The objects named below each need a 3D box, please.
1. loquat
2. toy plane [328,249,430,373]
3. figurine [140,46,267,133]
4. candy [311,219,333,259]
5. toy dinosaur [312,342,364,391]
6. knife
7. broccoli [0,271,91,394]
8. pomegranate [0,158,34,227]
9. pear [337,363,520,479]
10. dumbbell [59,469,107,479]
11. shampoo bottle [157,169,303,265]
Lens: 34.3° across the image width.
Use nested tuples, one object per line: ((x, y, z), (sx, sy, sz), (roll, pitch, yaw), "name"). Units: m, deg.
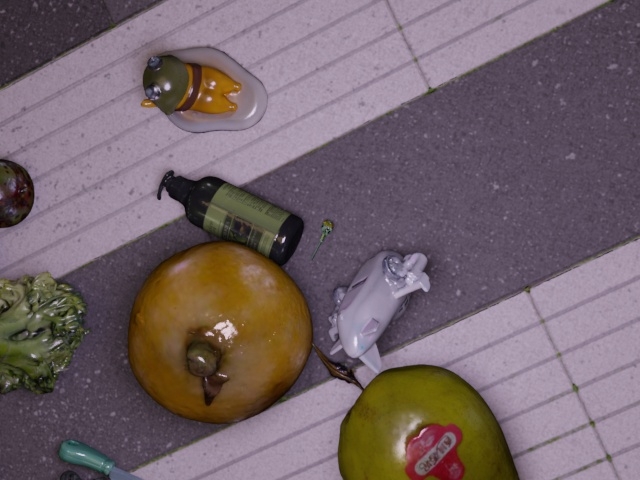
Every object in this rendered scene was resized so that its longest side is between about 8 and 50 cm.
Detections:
((-0.183, 0.169, 1.815), (0.328, 0.359, 0.328), (1, 100, 5), "loquat")
((0.097, 0.113, 1.831), (0.118, 0.252, 0.252), (43, 97, -15), "toy plane")
((-0.232, -0.290, 1.934), (0.250, 0.141, 0.167), (10, 89, 11), "figurine")
((0.000, 0.000, 1.946), (0.023, 0.025, 0.083), (26, 101, -7), "candy")
((0.037, 0.240, 1.925), (0.180, 0.058, 0.037), (33, 87, 23), "toy dinosaur")
((-0.385, 0.447, 1.989), (0.260, 0.063, 0.035), (22, 98, 10), "knife")
((-0.589, 0.174, 1.941), (0.248, 0.245, 0.288), (34, 90, 19), "broccoli")
((-0.641, -0.098, 2.010), (0.169, 0.148, 0.148), (17, 92, 9), "pomegranate")
((0.196, 0.379, 1.785), (0.375, 0.287, 0.287), (38, 96, -11), "pear")
((-0.530, 0.499, 2.006), (0.254, 0.081, 0.082), (-18, 86, 9), "dumbbell")
((-0.174, -0.054, 1.939), (0.284, 0.101, 0.101), (26, 94, 10), "shampoo bottle")
